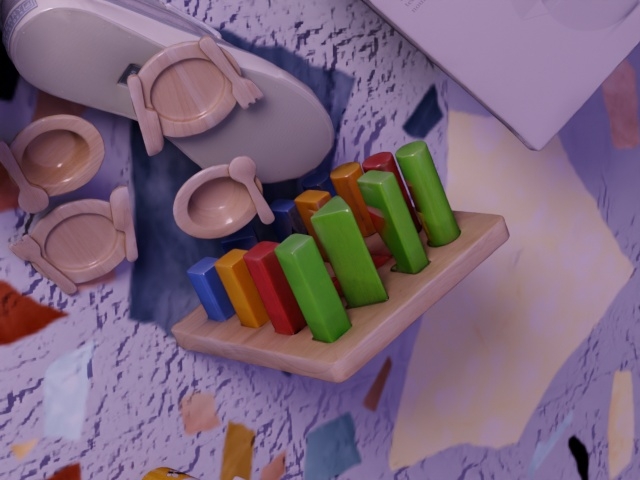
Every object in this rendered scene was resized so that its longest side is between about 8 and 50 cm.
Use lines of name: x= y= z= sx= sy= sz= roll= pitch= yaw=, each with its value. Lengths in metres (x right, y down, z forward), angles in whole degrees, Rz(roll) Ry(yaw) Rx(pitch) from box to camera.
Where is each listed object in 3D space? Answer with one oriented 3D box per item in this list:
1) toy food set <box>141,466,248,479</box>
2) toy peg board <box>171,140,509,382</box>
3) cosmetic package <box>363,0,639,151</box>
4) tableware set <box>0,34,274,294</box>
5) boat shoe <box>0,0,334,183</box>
toy food set: x=-0.021 y=0.233 z=1.055 sx=0.232 sy=0.104 sz=0.111 roll=40 pitch=71 yaw=-40
toy peg board: x=0.000 y=0.000 z=0.996 sx=0.161 sy=0.161 sz=0.079 roll=-38 pitch=118 yaw=-32
cosmetic package: x=0.120 y=-0.220 z=1.031 sx=0.224 sy=0.138 sz=0.225 roll=-48 pitch=132 yaw=7
tableware set: x=-0.105 y=-0.038 z=0.923 sx=0.169 sy=0.020 sz=0.141 roll=-23 pitch=136 yaw=-5
boat shoe: x=-0.087 y=-0.105 z=0.948 sx=0.227 sy=0.081 sz=0.079 roll=22 pitch=122 yaw=-37
